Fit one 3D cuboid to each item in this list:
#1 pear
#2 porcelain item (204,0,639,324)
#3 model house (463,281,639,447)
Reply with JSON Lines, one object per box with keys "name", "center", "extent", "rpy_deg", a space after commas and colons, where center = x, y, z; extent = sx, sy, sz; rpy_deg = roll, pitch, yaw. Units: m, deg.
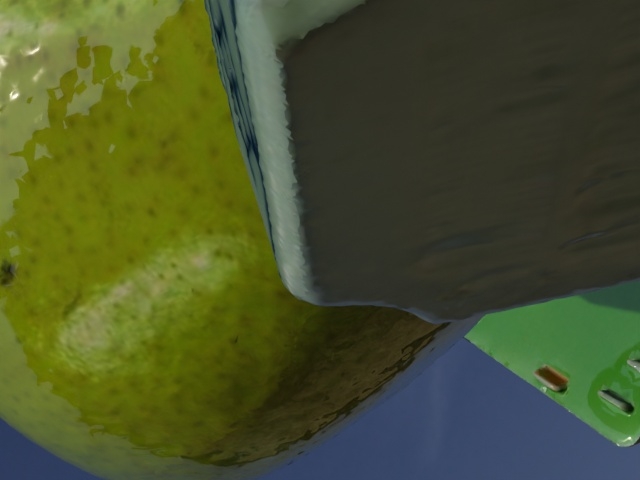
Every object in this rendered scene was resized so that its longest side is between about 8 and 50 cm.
{"name": "pear", "center": [-0.041, -0.053, 0.702], "extent": [0.238, 0.318, 0.342], "rpy_deg": [-22, -90, -56]}
{"name": "porcelain item", "center": [0.101, -0.103, 0.439], "extent": [0.281, 0.157, 0.286], "rpy_deg": [-14, -25, -2]}
{"name": "model house", "center": [0.318, 0.062, 1.540], "extent": [0.313, 0.357, 0.242], "rpy_deg": [25, -85, -49]}
